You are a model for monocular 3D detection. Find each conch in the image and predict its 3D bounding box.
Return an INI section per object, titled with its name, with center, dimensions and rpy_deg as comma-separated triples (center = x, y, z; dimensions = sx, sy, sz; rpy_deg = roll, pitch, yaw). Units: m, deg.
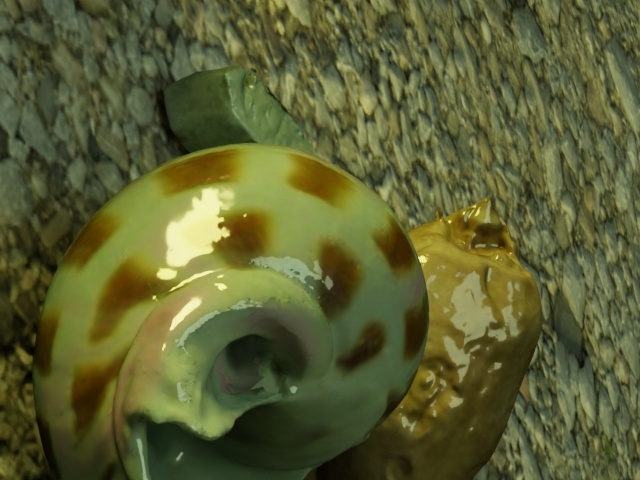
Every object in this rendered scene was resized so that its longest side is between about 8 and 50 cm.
[conch]
center = -0.052, 0.063, 1.074
dimensions = 0.368, 0.197, 0.249
rpy_deg = 17, 100, -62

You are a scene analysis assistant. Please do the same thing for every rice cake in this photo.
[rice cake]
center = 0.000, 0.000, 1.295
dimensions = 0.336, 0.066, 0.063
rpy_deg = 53, 38, -32

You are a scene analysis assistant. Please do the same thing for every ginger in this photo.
[ginger]
center = 0.067, 0.098, 1.250
dimensions = 0.138, 0.267, 0.152
rpy_deg = 22, 14, -12
